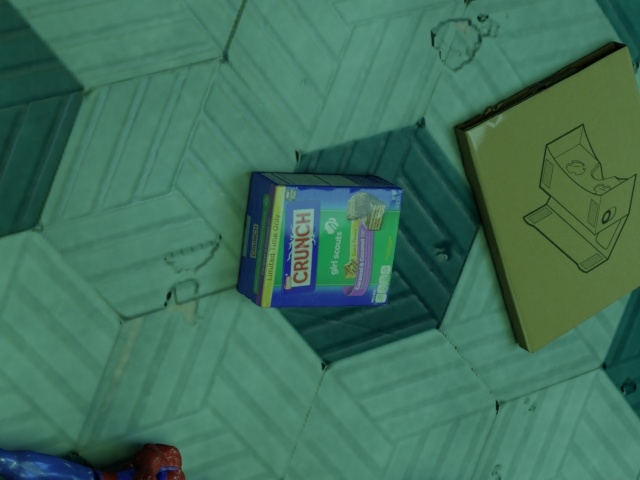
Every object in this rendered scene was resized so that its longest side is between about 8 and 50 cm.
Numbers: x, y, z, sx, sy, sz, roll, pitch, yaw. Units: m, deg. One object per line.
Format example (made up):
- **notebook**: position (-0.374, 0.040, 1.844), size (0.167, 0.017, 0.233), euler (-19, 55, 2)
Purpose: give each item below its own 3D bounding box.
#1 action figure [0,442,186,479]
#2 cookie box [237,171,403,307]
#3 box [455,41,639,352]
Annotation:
- **action figure**: position (-0.162, 0.184, 1.154), size (0.280, 0.139, 0.091), euler (9, 101, -35)
- **cookie box**: position (0.000, 0.000, 1.247), size (0.107, 0.040, 0.092), euler (0, 105, -30)
- **box**: position (0.200, -0.034, 1.368), size (0.164, 0.021, 0.201), euler (-29, 116, -21)
